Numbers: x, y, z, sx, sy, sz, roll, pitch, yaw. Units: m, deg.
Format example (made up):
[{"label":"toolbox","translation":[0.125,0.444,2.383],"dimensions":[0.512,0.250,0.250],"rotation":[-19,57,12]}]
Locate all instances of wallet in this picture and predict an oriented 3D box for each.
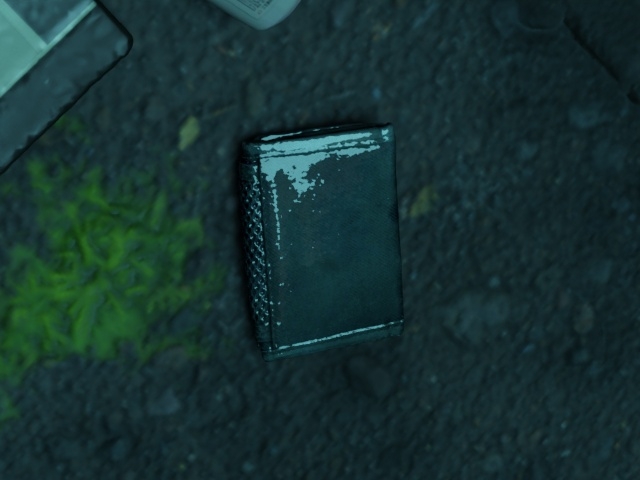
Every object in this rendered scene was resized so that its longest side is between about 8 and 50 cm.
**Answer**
[{"label":"wallet","translation":[0.000,0.000,0.988],"dimensions":[0.088,0.026,0.129],"rotation":[-10,113,-16]}]

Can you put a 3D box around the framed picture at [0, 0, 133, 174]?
[{"label":"framed picture","translation":[-0.291,-0.063,0.845],"dimensions":[0.347,0.016,0.265],"rotation":[-46,119,-2]}]

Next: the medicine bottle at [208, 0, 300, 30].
[{"label":"medicine bottle","translation":[-0.050,-0.146,0.898],"dimensions":[0.089,0.052,0.052],"rotation":[30,95,-29]}]
